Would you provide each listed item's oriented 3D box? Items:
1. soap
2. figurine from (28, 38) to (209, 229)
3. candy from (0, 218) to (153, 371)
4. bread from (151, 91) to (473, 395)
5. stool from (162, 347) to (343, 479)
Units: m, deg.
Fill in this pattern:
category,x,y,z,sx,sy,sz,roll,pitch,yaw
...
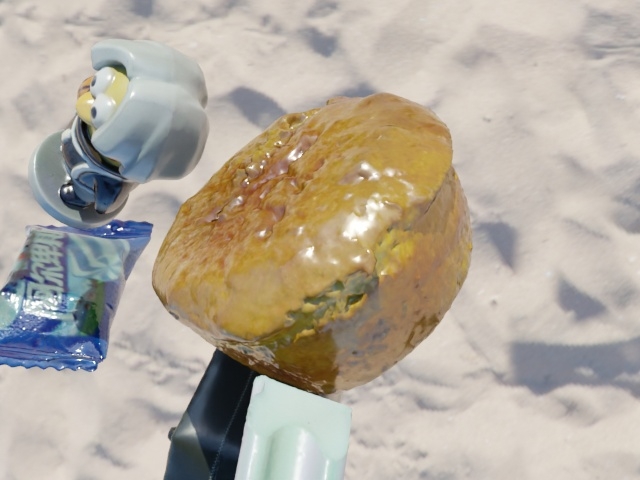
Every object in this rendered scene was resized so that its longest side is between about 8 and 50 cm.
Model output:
category,x,y,z,sx,sy,sz,roll,pitch,yaw
soap,-0.030,0.220,0.935,0.091,0.231,0.145,13,144,-1
figurine,-0.208,-0.121,1.260,0.236,0.133,0.176,-32,57,50
candy,-0.327,0.062,1.504,0.187,0.331,0.077,2,123,6
bread,-0.002,-0.002,1.089,0.312,0.312,0.172,-19,125,28
stool,-0.073,0.222,1.267,0.141,0.232,0.232,19,108,10
